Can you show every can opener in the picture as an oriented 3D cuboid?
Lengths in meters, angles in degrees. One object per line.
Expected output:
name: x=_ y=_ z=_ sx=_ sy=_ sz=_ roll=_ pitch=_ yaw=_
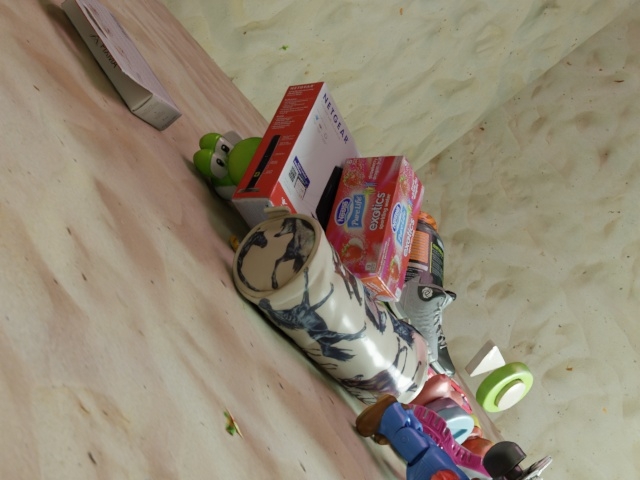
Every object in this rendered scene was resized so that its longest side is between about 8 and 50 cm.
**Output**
can opener: x=0.282 y=0.403 z=1.319 sx=0.093 sy=0.074 sz=0.280 roll=52 pitch=-36 yaw=20

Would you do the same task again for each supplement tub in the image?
supplement tub: x=0.231 y=0.094 z=2.183 sx=0.207 sy=0.207 sz=0.338 roll=47 pitch=40 yaw=-41

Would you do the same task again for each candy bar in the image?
candy bar: x=-0.110 y=0.048 z=1.432 sx=0.161 sy=0.018 sz=0.040 roll=49 pitch=7 yaw=-32

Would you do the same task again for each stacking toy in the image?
stacking toy: x=0.328 y=0.368 z=1.652 sx=0.309 sy=0.279 sz=0.130 roll=39 pitch=13 yaw=-48

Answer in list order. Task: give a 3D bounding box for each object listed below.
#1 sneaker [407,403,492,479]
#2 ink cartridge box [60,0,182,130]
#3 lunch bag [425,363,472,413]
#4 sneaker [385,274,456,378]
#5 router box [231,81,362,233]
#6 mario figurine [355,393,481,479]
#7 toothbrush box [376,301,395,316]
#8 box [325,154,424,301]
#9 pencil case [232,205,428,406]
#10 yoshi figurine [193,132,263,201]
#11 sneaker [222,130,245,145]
sneaker: x=0.211 y=0.398 z=1.489 sx=0.252 sy=0.103 sz=0.111 roll=41 pitch=-21 yaw=-5
ink cartridge box: x=-0.385 y=-0.346 z=1.454 sx=0.275 sy=0.060 sz=0.239 roll=55 pitch=8 yaw=16
lunch bag: x=0.254 y=0.344 z=2.004 sx=0.293 sy=0.120 sz=0.258 roll=45 pitch=13 yaw=-40
sneaker: x=0.249 y=0.174 z=1.706 sx=0.228 sy=0.132 sz=0.086 roll=55 pitch=9 yaw=3
router box: x=-0.011 y=-0.079 z=1.542 sx=0.335 sy=0.082 sz=0.301 roll=59 pitch=42 yaw=-42
mario figurine: x=0.170 y=0.397 z=1.239 sx=0.198 sy=0.170 sz=0.320 roll=-7 pitch=39 yaw=-40
toothbrush box: x=0.085 y=0.163 z=1.732 sx=0.283 sy=0.122 sz=0.206 roll=44 pitch=11 yaw=-43
box: x=0.097 y=-0.023 z=1.515 sx=0.122 sy=0.128 sz=0.256 roll=49 pitch=49 yaw=-49
pencil case: x=0.026 y=0.119 z=1.346 sx=0.410 sy=0.160 sz=0.183 roll=47 pitch=30 yaw=-38
yoshi figurine: x=-0.089 y=-0.101 z=1.623 sx=0.362 sy=0.203 sz=0.203 roll=32 pitch=32 yaw=-44
sneaker: x=-0.167 y=-0.148 z=1.885 sx=0.216 sy=0.079 sz=0.121 roll=65 pitch=8 yaw=28
